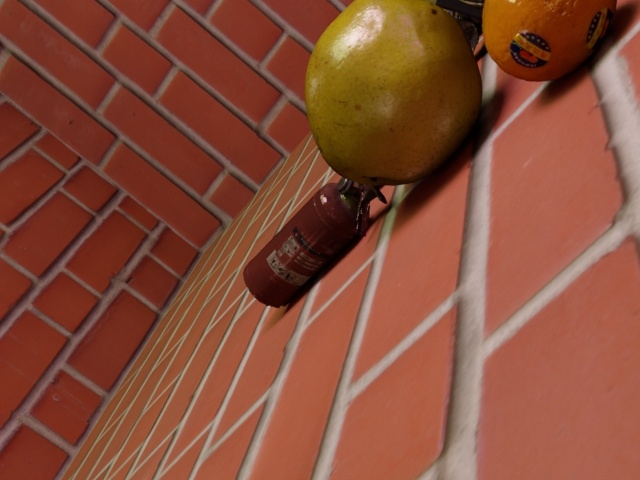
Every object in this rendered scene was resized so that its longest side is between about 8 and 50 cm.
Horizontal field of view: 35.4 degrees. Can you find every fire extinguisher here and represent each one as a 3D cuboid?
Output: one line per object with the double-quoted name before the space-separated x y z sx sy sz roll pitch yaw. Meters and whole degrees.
"fire extinguisher" 0.000 0.000 1.713 0.337 0.106 0.147 -45 35 36

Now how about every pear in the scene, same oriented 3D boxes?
"pear" 0.108 -0.220 1.511 0.294 0.294 0.294 -49 9 10

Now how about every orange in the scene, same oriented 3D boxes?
"orange" 0.285 -0.286 1.263 0.178 0.155 0.177 -59 -1 -2

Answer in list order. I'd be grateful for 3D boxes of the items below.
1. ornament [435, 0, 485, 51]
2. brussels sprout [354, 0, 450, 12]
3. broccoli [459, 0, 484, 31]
"ornament" 0.272 -0.366 1.914 0.166 0.153 0.196 -64 -8 -60
"brussels sprout" 0.240 -0.547 2.187 0.344 0.344 0.268 -54 -28 -23
"broccoli" 0.274 -0.449 1.506 0.254 0.302 0.186 -49 6 -13
